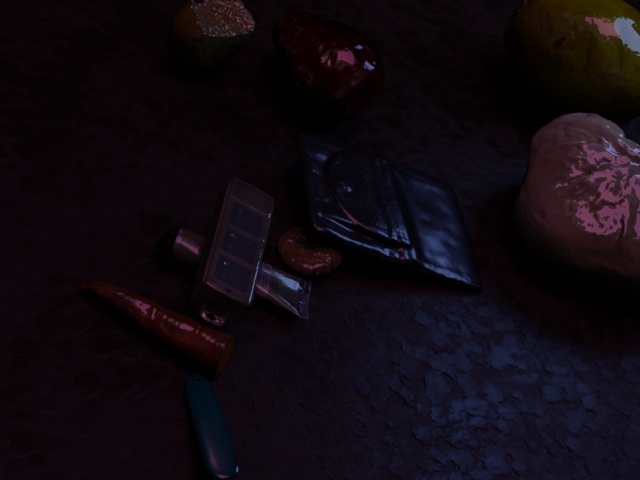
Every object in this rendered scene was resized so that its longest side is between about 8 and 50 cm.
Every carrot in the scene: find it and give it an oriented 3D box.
[{"bbox_3d":[-0.220,0.102,1.808,0.224,0.057,0.057,28,39,6],"label":"carrot"}]

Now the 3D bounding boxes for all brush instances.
[{"bbox_3d":[-0.141,0.240,1.721,0.043,0.032,0.193,3,33,-21],"label":"brush"}]

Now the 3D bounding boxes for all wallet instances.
[{"bbox_3d":[0.105,-0.053,2.133,0.323,0.041,0.247,21,39,-29],"label":"wallet"}]

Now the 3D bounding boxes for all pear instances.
[{"bbox_3d":[0.490,-0.340,2.526,0.321,0.269,0.269,30,38,-15],"label":"pear"}]

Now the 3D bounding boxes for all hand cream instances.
[{"bbox_3d":[-0.121,0.040,1.931,0.235,0.055,0.086,22,35,-11],"label":"hand cream"}]

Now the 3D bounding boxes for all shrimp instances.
[{"bbox_3d":[0.000,0.000,2.058,0.099,0.041,0.180,22,38,18],"label":"shrimp"}]

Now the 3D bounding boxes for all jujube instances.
[{"bbox_3d":[0.004,-0.301,2.292,0.168,0.168,0.236,-7,44,-35],"label":"jujube"}]

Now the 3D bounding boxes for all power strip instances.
[{"bbox_3d":[-0.119,0.012,1.883,0.078,0.052,0.272,29,36,-14],"label":"power strip"}]

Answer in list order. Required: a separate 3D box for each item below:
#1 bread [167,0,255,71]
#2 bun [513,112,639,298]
[{"bbox_3d":[-0.190,-0.336,2.246,0.086,0.125,0.156,51,34,16],"label":"bread"},{"bbox_3d":[0.484,-0.064,2.252,0.361,0.213,0.361,17,38,-14],"label":"bun"}]
